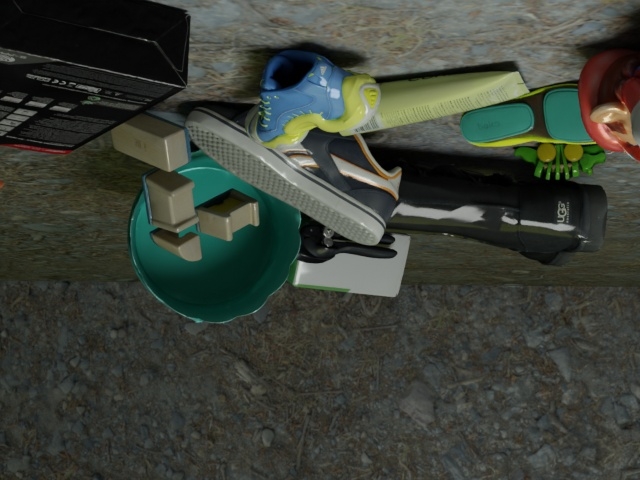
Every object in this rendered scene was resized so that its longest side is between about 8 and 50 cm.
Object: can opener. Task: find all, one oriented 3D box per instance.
[{"bbox_3d":[0.044,0.002,1.790,0.186,0.059,0.073,-1,166,-29],"label":"can opener"}]

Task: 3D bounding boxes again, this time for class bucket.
[{"bbox_3d":[-0.178,-0.010,1.770,0.281,0.281,0.183,4,178,-13],"label":"bucket"}]

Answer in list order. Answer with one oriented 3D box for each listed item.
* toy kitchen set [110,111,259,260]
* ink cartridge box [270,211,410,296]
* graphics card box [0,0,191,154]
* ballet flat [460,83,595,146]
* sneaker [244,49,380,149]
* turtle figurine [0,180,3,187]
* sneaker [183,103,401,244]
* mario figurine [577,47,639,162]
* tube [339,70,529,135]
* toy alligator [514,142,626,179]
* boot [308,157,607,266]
[{"bbox_3d":[-0.189,-0.098,1.583,0.122,0.207,0.166,24,-140,36],"label":"toy kitchen set"},{"bbox_3d":[0.000,0.000,1.953,0.201,0.117,0.278,7,-169,-26],"label":"ink cartridge box"},{"bbox_3d":[-0.332,-0.191,1.267,0.233,0.094,0.371,9,169,-31],"label":"graphics card box"},{"bbox_3d":[0.292,-0.162,1.424,0.231,0.077,0.077,-2,-169,32],"label":"ballet flat"},{"bbox_3d":[-0.040,-0.183,1.351,0.126,0.091,0.240,32,154,-34],"label":"sneaker"},{"bbox_3d":[-0.627,-0.122,1.721,0.269,0.087,0.217,4,166,45],"label":"turtle figurine"},{"bbox_3d":[-0.032,-0.123,1.563,0.321,0.127,0.126,31,163,-13],"label":"sneaker"},{"bbox_3d":[0.398,-0.152,1.161,0.198,0.170,0.320,2,168,-12],"label":"mario figurine"},{"bbox_3d":[0.136,-0.179,1.381,0.240,0.062,0.070,-7,-149,19],"label":"tube"},{"bbox_3d":[0.388,-0.118,1.664,0.190,0.051,0.056,0,170,11],"label":"toy alligator"},{"bbox_3d":[0.202,-0.048,1.818,0.445,0.146,0.367,3,173,-2],"label":"boot"}]
